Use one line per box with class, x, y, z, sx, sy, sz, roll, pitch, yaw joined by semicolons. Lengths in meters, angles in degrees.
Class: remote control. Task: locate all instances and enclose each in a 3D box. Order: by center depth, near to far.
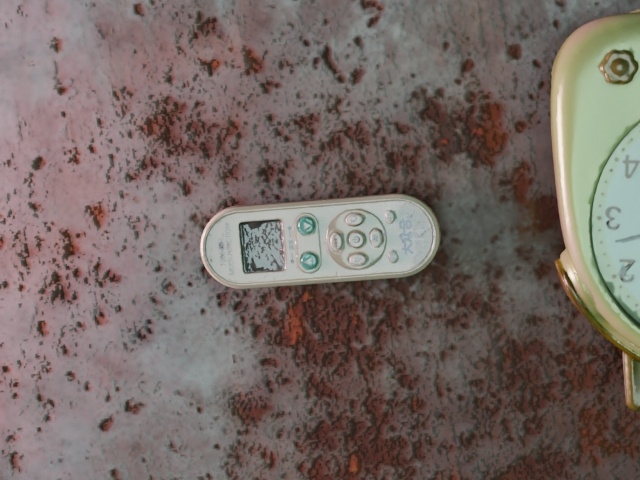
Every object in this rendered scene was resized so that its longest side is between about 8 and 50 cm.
remote control;0.000;0.000;1.243;0.222;0.042;0.078;-4;96;8

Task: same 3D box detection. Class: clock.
clock;0.341;-0.024;1.165;0.286;0.117;0.348;1;97;6
